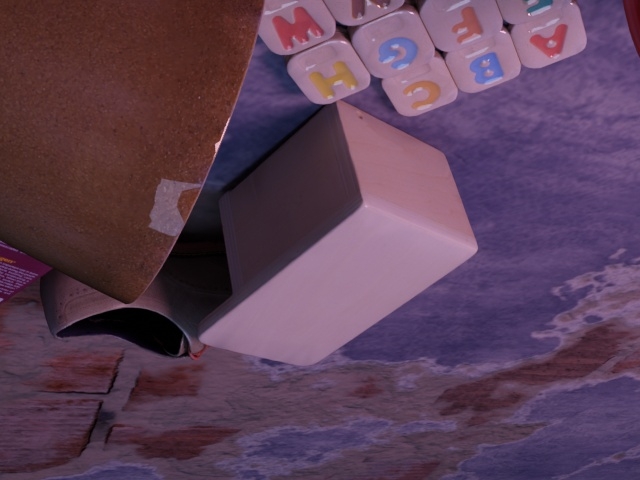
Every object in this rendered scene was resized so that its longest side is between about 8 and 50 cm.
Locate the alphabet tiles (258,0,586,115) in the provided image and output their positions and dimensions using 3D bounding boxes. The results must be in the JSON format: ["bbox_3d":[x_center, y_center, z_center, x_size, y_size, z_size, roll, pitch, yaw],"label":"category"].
[{"bbox_3d":[0.093,-0.191,0.660,0.284,0.021,0.278,-20,148,16],"label":"alphabet tiles"}]

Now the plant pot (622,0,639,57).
[{"bbox_3d":[0.368,-0.187,0.534,0.243,0.275,0.275,-5,150,-26],"label":"plant pot"}]

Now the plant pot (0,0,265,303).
[{"bbox_3d":[-0.197,-0.111,0.544,0.254,0.237,0.237,20,140,-19],"label":"plant pot"}]

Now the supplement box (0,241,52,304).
[{"bbox_3d":[-0.280,-0.020,0.779,0.188,0.081,0.104,-30,143,30],"label":"supplement box"}]

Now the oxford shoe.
[{"bbox_3d":[-0.121,0.072,0.926,0.348,0.130,0.123,8,145,-27],"label":"oxford shoe"}]

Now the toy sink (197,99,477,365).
[{"bbox_3d":[0.000,0.000,0.844,0.153,0.131,0.234,19,134,-39],"label":"toy sink"}]
